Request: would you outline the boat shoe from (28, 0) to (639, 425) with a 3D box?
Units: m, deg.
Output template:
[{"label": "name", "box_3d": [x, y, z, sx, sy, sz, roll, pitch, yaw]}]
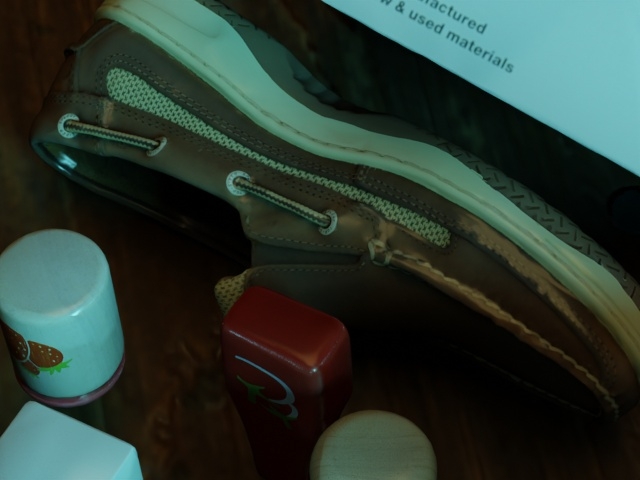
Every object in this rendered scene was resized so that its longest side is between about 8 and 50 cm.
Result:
[{"label": "boat shoe", "box_3d": [0.001, 0.004, 0.717, 0.257, 0.095, 0.095, 33, 74, 25]}]

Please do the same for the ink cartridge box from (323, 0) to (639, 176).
[{"label": "ink cartridge box", "box_3d": [0.124, -0.183, 0.698, 0.197, 0.198, 0.270, 31, 103, 18]}]

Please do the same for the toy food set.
[{"label": "toy food set", "box_3d": [-0.043, 0.084, 0.650, 0.232, 0.104, 0.111, 21, 57, 18]}]
